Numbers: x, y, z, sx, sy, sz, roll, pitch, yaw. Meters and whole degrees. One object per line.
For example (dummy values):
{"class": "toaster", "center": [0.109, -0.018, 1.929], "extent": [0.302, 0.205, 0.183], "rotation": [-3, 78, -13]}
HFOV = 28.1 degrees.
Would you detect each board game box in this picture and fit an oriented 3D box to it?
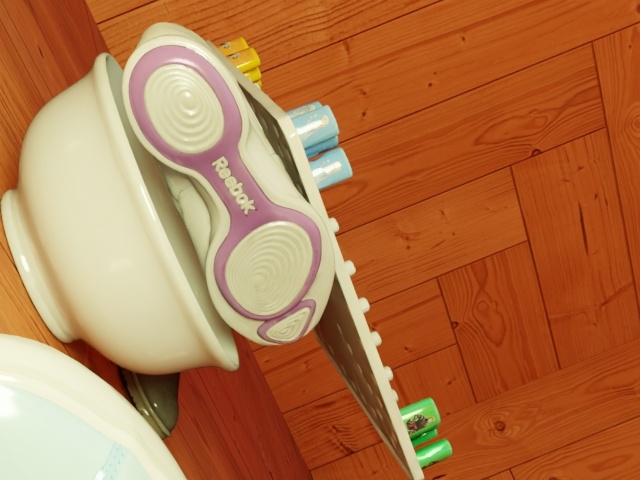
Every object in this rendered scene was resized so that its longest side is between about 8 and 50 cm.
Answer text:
{"class": "board game box", "center": [0.000, 0.000, 1.312], "extent": [0.390, 0.050, 0.390], "rotation": [-130, -162, -65]}

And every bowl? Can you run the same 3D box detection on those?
{"class": "bowl", "center": [-0.185, -0.001, 1.106], "extent": [0.298, 0.134, 0.298], "rotation": [-22, 90, -90]}

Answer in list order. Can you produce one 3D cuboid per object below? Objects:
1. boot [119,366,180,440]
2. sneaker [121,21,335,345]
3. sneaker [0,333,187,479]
{"class": "boot", "center": [-0.111, 0.088, 1.336], "extent": [0.076, 0.208, 0.190], "rotation": [71, -4, -61]}
{"class": "sneaker", "center": [-0.072, -0.053, 1.096], "extent": [0.152, 0.114, 0.305], "rotation": [-110, 178, -65]}
{"class": "sneaker", "center": [-0.091, 0.217, 0.584], "extent": [0.150, 0.135, 0.366], "rotation": [-122, -171, -69]}
